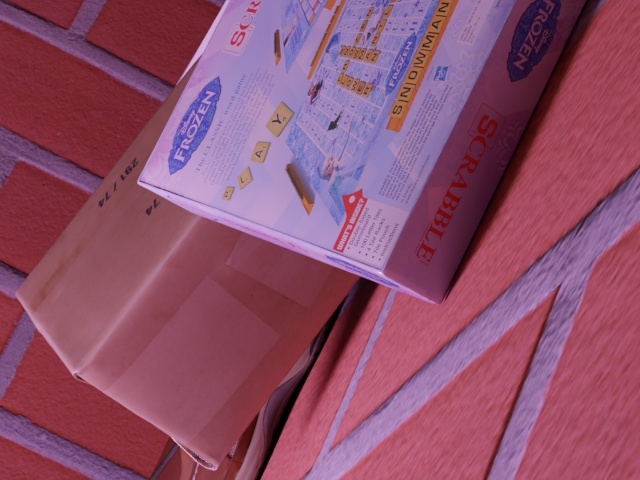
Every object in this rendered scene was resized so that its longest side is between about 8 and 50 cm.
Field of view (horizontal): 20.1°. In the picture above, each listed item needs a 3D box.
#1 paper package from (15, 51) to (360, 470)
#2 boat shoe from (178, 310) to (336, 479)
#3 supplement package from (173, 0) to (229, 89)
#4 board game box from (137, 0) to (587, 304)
[{"bbox_3d":[-0.103,0.004,1.696,0.325,0.168,0.309,-53,24,-1],"label":"paper package"},{"bbox_3d":[-0.097,0.166,1.830,0.324,0.120,0.122,-64,4,-10],"label":"boat shoe"},{"bbox_3d":[-0.018,-0.230,2.287,0.198,0.199,0.263,-55,-6,39],"label":"supplement package"},{"bbox_3d":[0.037,-0.140,1.328,0.318,0.066,0.319,21,83,51],"label":"board game box"}]
